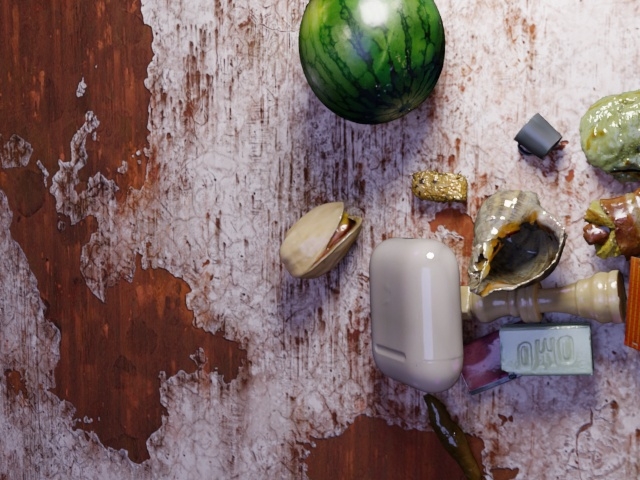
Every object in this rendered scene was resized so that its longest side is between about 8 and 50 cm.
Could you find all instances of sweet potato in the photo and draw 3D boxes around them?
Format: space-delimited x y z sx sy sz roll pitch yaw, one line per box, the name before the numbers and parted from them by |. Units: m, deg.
sweet potato | 0.326 0.492 1.793 0.067 0.067 0.274 -31 85 26

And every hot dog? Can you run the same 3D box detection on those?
hot dog | 0.658 -0.040 1.546 0.213 0.103 0.146 -25 84 26

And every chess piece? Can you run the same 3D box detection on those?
chess piece | 0.471 0.136 1.660 0.397 0.117 0.117 -6 92 30

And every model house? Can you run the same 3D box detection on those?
model house | 0.695 0.138 1.488 0.154 0.207 0.294 5 96 30

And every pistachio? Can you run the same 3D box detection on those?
pistachio | 0.000 0.000 1.866 0.229 0.157 0.157 -43 75 14

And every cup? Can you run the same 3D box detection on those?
cup | 0.482 -0.223 1.645 0.077 0.078 0.100 44 146 13

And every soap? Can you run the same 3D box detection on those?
soap | 0.505 0.243 1.649 0.198 0.063 0.115 -5 91 21

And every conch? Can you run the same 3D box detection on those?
conch | 0.428 0.016 1.631 0.210 0.159 0.291 23 75 24

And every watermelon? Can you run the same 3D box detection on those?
watermelon | 0.116 -0.440 1.666 0.363 0.363 0.363 3 96 27

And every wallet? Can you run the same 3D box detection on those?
wallet | 0.431 0.272 1.737 0.232 0.025 0.119 -29 80 26

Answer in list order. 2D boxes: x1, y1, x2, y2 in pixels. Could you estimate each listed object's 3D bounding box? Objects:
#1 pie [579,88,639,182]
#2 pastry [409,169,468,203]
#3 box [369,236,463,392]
pie | 0.668 -0.216 1.533 0.248 0.090 0.201 -9 93 32
pastry | 0.282 -0.128 1.761 0.140 0.056 0.080 0 83 30
box | 0.219 0.168 1.723 0.288 0.141 0.349 -176 83 -65
